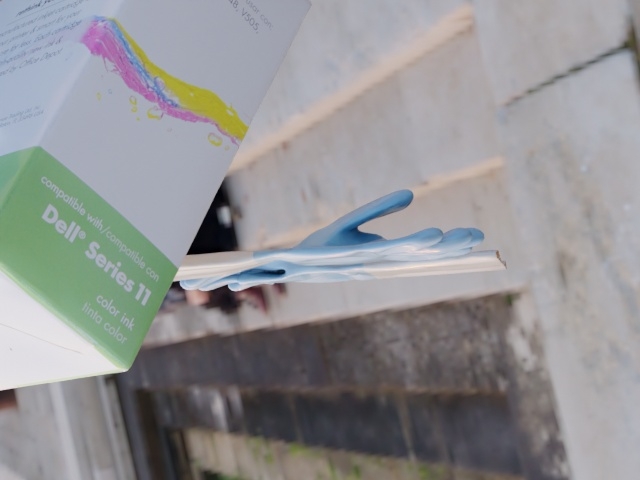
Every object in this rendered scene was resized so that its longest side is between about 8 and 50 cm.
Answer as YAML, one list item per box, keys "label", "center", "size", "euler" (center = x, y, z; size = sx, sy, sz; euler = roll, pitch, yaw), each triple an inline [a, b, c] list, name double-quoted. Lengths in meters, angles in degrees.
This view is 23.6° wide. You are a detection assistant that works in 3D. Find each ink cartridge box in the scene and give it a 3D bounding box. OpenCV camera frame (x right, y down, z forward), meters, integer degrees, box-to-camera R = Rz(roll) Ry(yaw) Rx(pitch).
- label: "ink cartridge box"
  center: [-0.141, -0.086, 0.946]
  size: [0.207, 0.354, 0.119]
  euler: [-12, 135, 45]

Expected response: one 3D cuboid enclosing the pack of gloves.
- label: "pack of gloves"
  center: [0.000, 0.000, 1.013]
  size: [0.195, 0.232, 0.046]
  euler: [23, -117, -78]
